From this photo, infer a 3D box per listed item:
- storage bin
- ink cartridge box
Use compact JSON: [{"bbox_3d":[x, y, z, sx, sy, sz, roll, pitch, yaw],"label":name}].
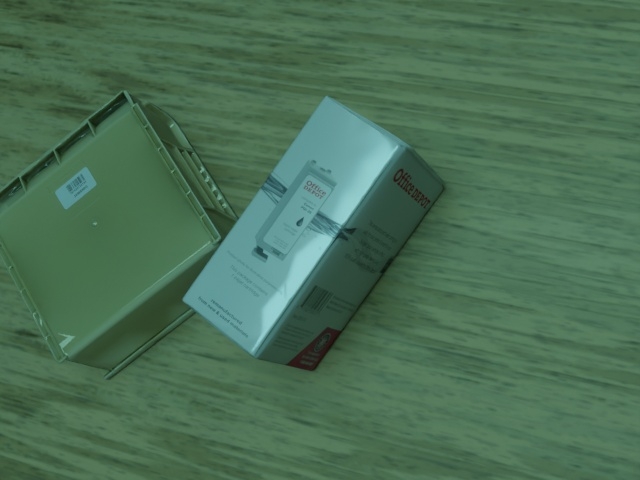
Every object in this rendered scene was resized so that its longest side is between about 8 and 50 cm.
[{"bbox_3d":[-0.260,-0.009,1.499,0.262,0.123,0.260,-37,68,10],"label":"storage bin"},{"bbox_3d":[0.000,0.000,1.354,0.117,0.207,0.283,36,92,21],"label":"ink cartridge box"}]
